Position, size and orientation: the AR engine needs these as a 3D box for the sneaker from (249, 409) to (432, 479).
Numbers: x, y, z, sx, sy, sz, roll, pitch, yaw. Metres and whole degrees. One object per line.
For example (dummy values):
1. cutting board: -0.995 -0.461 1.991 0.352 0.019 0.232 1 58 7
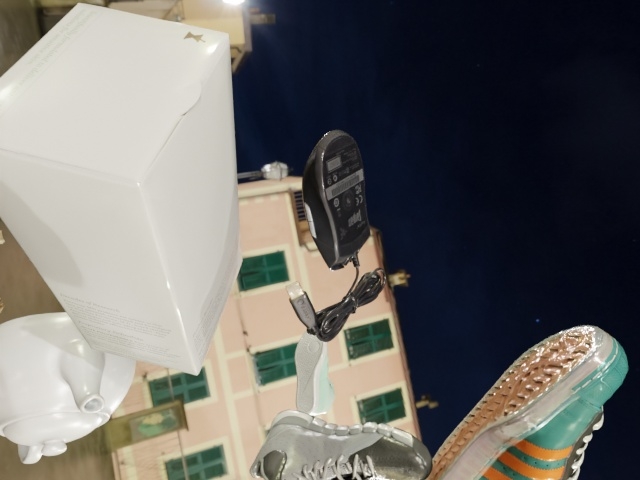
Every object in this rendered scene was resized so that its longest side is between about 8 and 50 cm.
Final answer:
1. sneaker: 0.013 0.290 0.580 0.228 0.132 0.086 -4 -66 31

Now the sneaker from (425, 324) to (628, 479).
1. sneaker: 0.234 0.219 0.514 0.121 0.108 0.302 33 -57 9

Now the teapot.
1. teapot: -0.420 0.243 0.759 0.256 0.252 0.187 84 -7 -61

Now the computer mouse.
1. computer mouse: 0.000 0.000 0.628 0.060 0.184 0.262 8 -55 39

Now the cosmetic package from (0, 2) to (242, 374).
1. cosmetic package: -0.184 -0.022 0.515 0.366 0.155 0.197 98 6 -52

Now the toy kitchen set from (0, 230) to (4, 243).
1. toy kitchen set: -0.856 0.001 1.236 0.075 0.083 0.068 -25 -100 33

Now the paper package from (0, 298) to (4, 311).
1. paper package: -0.789 0.166 0.804 0.168 0.324 0.310 79 32 -66

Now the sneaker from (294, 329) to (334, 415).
1. sneaker: -0.009 0.392 1.435 0.151 0.094 0.256 42 50 -58
